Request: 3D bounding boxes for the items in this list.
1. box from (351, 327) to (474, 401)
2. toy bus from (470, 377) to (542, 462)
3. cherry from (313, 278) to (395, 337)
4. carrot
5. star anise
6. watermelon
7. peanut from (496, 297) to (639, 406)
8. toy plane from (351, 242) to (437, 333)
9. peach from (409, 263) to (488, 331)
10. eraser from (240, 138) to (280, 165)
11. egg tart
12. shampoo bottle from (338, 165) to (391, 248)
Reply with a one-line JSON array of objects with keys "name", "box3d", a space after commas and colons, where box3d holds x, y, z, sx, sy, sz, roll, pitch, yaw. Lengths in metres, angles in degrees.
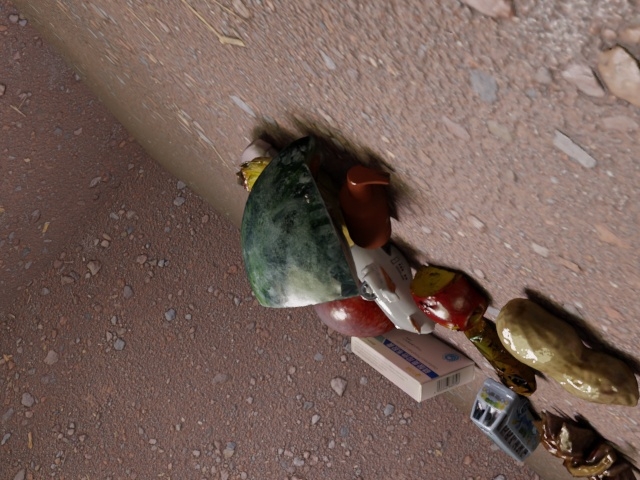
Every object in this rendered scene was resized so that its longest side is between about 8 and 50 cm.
[{"name": "box", "box3d": [0.265, 0.343, 1.924, 0.343, 0.200, 0.065, 29, 128, 55]}, {"name": "toy bus", "box3d": [0.518, 0.500, 1.794, 0.109, 0.136, 0.329, 29, 167, 45]}, {"name": "cherry", "box3d": [0.101, 0.154, 1.636, 0.239, 0.206, 0.239, 36, 158, 17]}, {"name": "carrot", "box3d": [0.379, 0.245, 1.354, 0.228, 0.069, 0.069, 46, 170, -25]}, {"name": "star anise", "box3d": [0.608, 0.499, 1.505, 0.292, 0.109, 0.349, 38, 172, -17]}, {"name": "watermelon", "box3d": [0.000, 0.000, 1.120, 0.214, 0.319, 0.289, 6, -158, -43]}, {"name": "peanut", "box3d": [0.365, 0.171, 0.966, 0.228, 0.085, 0.104, 36, 160, 18]}, {"name": "toy plane", "box3d": [0.158, 0.092, 1.357, 0.244, 0.117, 0.244, 46, -163, -19]}, {"name": "peach", "box3d": [0.229, 0.108, 1.218, 0.172, 0.092, 0.127, 28, 168, 49]}, {"name": "eraser", "box3d": [-0.105, -0.152, 1.470, 0.204, 0.059, 0.243, 43, 168, -21]}, {"name": "egg tart", "box3d": [-0.038, -0.084, 1.309, 0.279, 0.095, 0.279, 30, 156, 14]}, {"name": "shampoo bottle", "box3d": [0.076, -0.059, 1.084, 0.085, 0.085, 0.244, 38, 170, 17]}]
